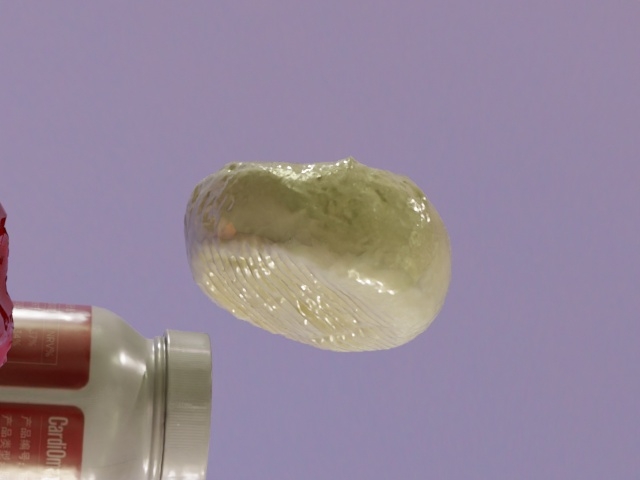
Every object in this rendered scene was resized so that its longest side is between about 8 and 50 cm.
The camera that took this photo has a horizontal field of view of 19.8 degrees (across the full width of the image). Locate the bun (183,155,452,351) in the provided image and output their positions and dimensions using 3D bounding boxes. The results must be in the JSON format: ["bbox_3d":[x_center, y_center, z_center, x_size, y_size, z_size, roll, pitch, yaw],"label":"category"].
[{"bbox_3d":[0.000,0.000,1.212,0.188,0.164,0.111,-7,-125,48],"label":"bun"}]

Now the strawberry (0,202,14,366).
[{"bbox_3d":[-0.270,0.045,0.656,0.310,0.291,0.292,-37,-122,34],"label":"strawberry"}]

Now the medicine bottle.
[{"bbox_3d":[-0.192,0.098,1.057,0.250,0.131,0.131,4,-116,-9],"label":"medicine bottle"}]
